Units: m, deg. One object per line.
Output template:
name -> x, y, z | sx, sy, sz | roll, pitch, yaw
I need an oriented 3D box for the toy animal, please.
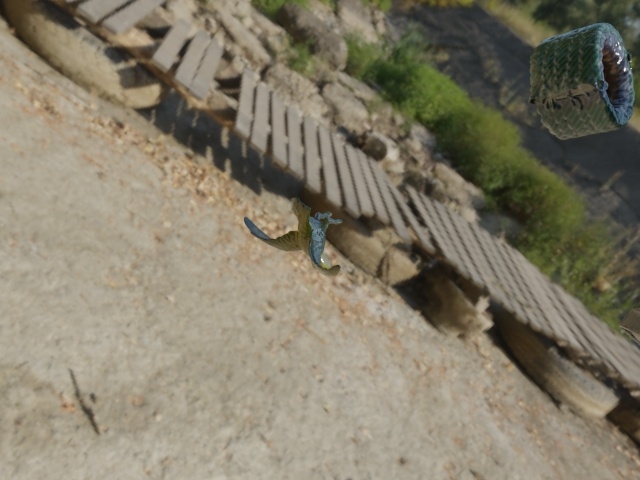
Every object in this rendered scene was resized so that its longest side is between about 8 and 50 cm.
toy animal -> 0.000, 0.000, 1.222 | 0.155, 0.095, 0.219 | 22, 4, -43

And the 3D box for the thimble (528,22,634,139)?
thimble -> 0.307, -0.184, 0.895 | 0.118, 0.090, 0.135 | 50, 46, -30

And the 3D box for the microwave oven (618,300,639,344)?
microwave oven -> 0.597, 0.123, 0.751 | 0.432, 0.374, 0.236 | 40, 3, 2
